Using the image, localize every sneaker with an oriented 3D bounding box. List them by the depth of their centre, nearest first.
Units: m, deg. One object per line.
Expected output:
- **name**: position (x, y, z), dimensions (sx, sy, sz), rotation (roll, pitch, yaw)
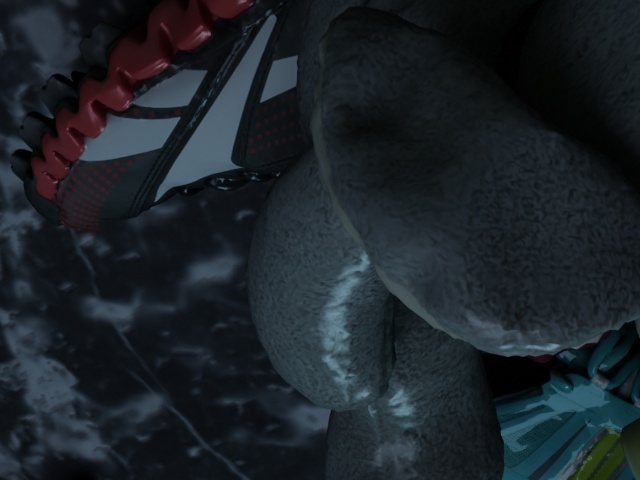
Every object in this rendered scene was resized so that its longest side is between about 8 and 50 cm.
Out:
- **sneaker**: position (-0.025, -0.064, 0.756), dimensions (0.135, 0.097, 0.276), rotation (45, 130, -7)
- **sneaker**: position (0.139, 0.086, 0.816), dimensions (0.275, 0.107, 0.110), rotation (4, 119, 20)

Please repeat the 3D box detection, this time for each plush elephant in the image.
- **plush elephant**: position (0.108, -0.025, 0.569), dimensions (0.272, 0.255, 0.330), rotation (-27, 119, -7)

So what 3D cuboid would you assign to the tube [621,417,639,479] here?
- **tube**: position (0.238, 0.048, 0.716), dimensions (0.240, 0.062, 0.070), rotation (-31, 123, 16)
